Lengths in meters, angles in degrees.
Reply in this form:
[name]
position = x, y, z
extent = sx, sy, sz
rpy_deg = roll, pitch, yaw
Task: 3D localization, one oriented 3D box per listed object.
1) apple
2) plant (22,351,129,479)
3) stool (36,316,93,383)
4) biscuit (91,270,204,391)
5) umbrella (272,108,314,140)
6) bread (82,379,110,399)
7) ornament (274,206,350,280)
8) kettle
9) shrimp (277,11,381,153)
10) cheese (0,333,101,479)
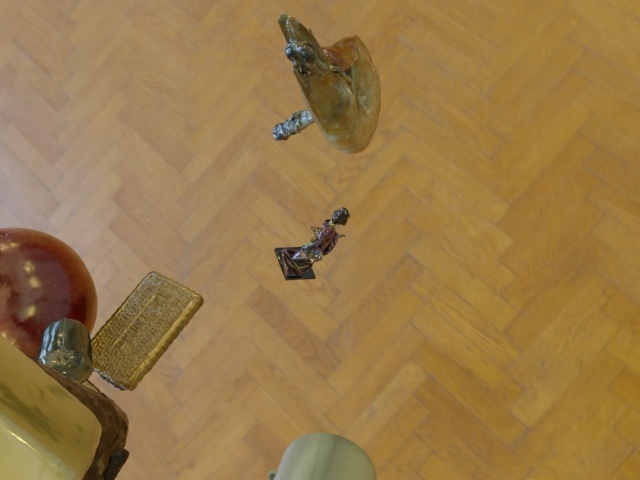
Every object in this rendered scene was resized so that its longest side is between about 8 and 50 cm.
[apple]
position = -0.665, 0.141, 1.727
extent = 0.348, 0.277, 0.348
rpy_deg = 1, 93, 18
[plant]
position = -0.328, 0.268, 0.910
extent = 0.213, 0.312, 0.215
rpy_deg = 1, 53, 18
[stool]
position = -0.451, 0.199, 1.425
extent = 0.096, 0.096, 0.110
rpy_deg = -27, 43, 10
[biscuit]
position = -0.379, 0.185, 1.691
extent = 0.172, 0.029, 0.254
rpy_deg = 22, 65, 32
[umbrella]
position = -0.059, -0.271, 1.880
extent = 0.188, 0.050, 0.046
rpy_deg = -12, 85, 59
[bread]
position = -0.454, 0.286, 1.530
extent = 0.154, 0.136, 0.054
rpy_deg = 21, 60, 35
[ornament]
position = 0.005, 0.001, 1.652
extent = 0.203, 0.081, 0.088
rpy_deg = -42, 62, 34
[kettle]
position = -0.046, 0.532, 1.547
extent = 0.265, 0.318, 0.205
rpy_deg = 29, 119, 0
[shrimp]
position = 0.025, -0.249, 1.211
extent = 0.077, 0.317, 0.168
rpy_deg = 8, 68, 26
[cheese]
position = -0.306, 0.144, 0.464
extent = 0.242, 0.124, 0.265
rpy_deg = 42, 84, -7
